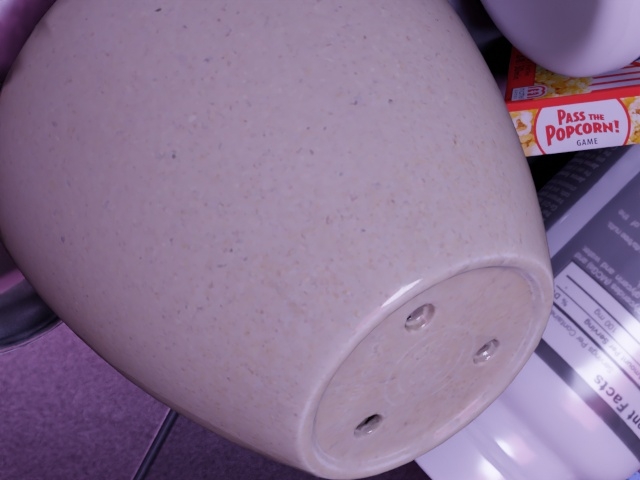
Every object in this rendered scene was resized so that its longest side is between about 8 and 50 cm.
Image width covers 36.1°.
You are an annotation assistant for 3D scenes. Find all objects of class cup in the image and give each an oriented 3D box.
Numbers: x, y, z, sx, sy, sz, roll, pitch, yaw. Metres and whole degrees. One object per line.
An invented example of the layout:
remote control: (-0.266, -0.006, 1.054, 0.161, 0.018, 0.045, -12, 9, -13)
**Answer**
cup: (0.000, 0.000, 0.592, 0.331, 0.237, 0.331, -24, 141, -21)

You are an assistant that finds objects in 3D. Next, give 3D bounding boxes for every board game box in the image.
board game box: (0.234, -0.119, 0.702, 0.193, 0.147, 0.045, -6, 120, 17)

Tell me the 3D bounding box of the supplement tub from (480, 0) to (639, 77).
supplement tub: (0.266, -0.262, 0.652, 0.316, 0.228, 0.228, -22, 119, -12)

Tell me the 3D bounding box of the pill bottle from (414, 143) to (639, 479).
pill bottle: (0.224, 0.059, 0.788, 0.363, 0.210, 0.210, -45, 121, 2)

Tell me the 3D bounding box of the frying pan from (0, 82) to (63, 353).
frying pan: (-0.188, -0.056, 0.658, 0.326, 0.053, 0.197, -41, 121, -3)

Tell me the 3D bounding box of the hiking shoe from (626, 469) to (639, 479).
hiking shoe: (0.279, 0.223, 0.960, 0.304, 0.113, 0.132, 2, 69, -9)
